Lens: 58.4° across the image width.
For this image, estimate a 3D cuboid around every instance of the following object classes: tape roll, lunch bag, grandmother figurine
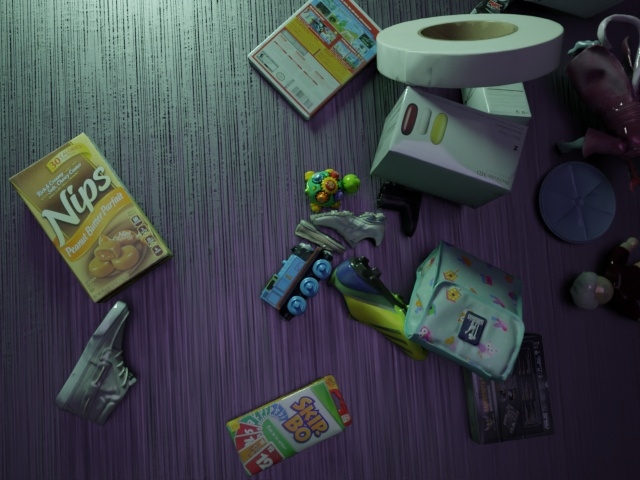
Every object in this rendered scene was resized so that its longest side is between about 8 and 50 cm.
[{"bbox_3d":[0.311,-0.414,1.225,0.391,0.392,0.072,-9,121,-8],"label":"tape roll"},{"bbox_3d":[0.306,0.157,1.222,0.223,0.160,0.262,27,41,-3],"label":"lunch bag"},{"bbox_3d":[0.755,0.097,1.369,0.342,0.104,0.208,-10,78,-11],"label":"grandmother figurine"}]

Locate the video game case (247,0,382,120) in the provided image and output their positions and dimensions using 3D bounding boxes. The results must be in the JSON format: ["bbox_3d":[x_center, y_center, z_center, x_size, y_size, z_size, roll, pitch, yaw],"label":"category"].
[{"bbox_3d":[-0.001,-0.451,1.356,0.285,0.025,0.204,-45,91,-8],"label":"video game case"}]

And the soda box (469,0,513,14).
[{"bbox_3d":[0.441,-0.591,1.406,0.169,0.060,0.053,-44,91,-9],"label":"soda box"}]

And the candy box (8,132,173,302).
[{"bbox_3d":[-0.485,-0.045,1.227,0.183,0.087,0.316,-35,90,-9],"label":"candy box"}]

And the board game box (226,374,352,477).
[{"bbox_3d":[-0.065,0.407,1.270,0.259,0.039,0.124,-23,89,-11],"label":"board game box"}]

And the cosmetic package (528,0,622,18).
[{"bbox_3d":[0.609,-0.683,1.366,0.224,0.138,0.224,1,85,-29],"label":"cosmetic package"}]

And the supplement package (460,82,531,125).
[{"bbox_3d":[0.400,-0.327,1.325,0.105,0.105,0.179,2,62,-9],"label":"supplement package"}]

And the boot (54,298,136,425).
[{"bbox_3d":[-0.441,0.260,1.213,0.123,0.095,0.258,30,90,-10],"label":"boot"}]

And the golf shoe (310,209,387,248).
[{"bbox_3d":[0.063,-0.025,1.308,0.176,0.069,0.086,4,91,-5],"label":"golf shoe"}]

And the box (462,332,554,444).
[{"bbox_3d":[0.431,0.340,1.325,0.183,0.056,0.231,-6,86,-7],"label":"box"}]

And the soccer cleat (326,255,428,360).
[{"bbox_3d":[0.132,0.165,1.301,0.121,0.093,0.289,-38,96,22],"label":"soccer cleat"}]

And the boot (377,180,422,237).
[{"bbox_3d":[0.180,-0.075,1.336,0.099,0.045,0.121,15,76,-8],"label":"boot"}]

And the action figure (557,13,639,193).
[{"bbox_3d":[0.717,-0.289,1.322,0.248,0.276,0.370,-9,72,-14],"label":"action figure"}]

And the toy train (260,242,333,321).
[{"bbox_3d":[-0.050,0.088,1.277,0.105,0.080,0.184,34,82,3],"label":"toy train"}]

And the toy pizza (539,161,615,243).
[{"bbox_3d":[0.624,-0.092,1.400,0.201,0.032,0.201,1,85,-8],"label":"toy pizza"}]

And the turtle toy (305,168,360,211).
[{"bbox_3d":[0.026,-0.122,1.306,0.130,0.066,0.095,-10,85,-22],"label":"turtle toy"}]

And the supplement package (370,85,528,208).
[{"bbox_3d":[0.264,-0.189,1.226,0.261,0.204,0.145,17,82,-3],"label":"supplement package"}]

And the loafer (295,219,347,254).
[{"bbox_3d":[0.000,0.000,1.312,0.125,0.045,0.039,33,99,3],"label":"loafer"}]
